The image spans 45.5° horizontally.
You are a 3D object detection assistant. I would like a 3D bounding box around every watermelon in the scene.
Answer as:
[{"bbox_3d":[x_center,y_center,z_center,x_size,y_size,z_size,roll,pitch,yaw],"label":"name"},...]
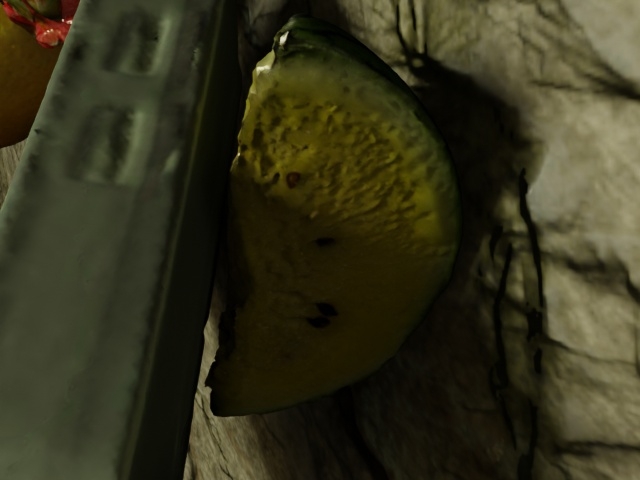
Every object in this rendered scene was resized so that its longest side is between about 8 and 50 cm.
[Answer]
[{"bbox_3d":[0.000,0.000,0.447,0.123,0.129,0.301,49,145,31],"label":"watermelon"}]

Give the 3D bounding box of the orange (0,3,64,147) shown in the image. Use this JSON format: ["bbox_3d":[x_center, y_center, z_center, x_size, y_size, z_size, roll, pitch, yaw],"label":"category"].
[{"bbox_3d":[-0.313,-0.209,0.740,0.196,0.334,0.262,47,173,-3],"label":"orange"}]

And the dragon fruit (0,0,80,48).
[{"bbox_3d":[-0.193,-0.241,0.565,0.160,0.166,0.172,-10,120,26],"label":"dragon fruit"}]

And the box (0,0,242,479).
[{"bbox_3d":[-0.132,0.054,0.527,0.396,0.111,0.396,110,167,-56],"label":"box"}]
